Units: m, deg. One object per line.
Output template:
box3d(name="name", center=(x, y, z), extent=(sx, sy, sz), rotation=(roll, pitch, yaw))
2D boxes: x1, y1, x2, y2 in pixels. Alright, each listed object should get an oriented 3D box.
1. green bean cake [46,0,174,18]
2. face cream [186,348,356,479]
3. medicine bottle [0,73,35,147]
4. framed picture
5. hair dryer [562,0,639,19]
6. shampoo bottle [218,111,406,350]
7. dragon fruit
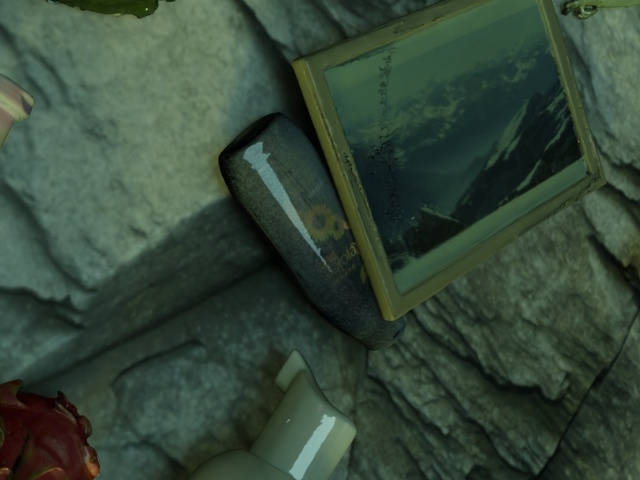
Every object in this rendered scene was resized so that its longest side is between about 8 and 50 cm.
box3d(name="green bean cake", center=(-0.175, -0.239, 0.663), extent=(0.255, 0.241, 0.132), rotation=(5, 86, -31))
box3d(name="face cream", center=(-0.078, 0.264, 0.804), extent=(0.145, 0.145, 0.370), rotation=(40, 74, -26))
box3d(name="medicine bottle", center=(-0.331, 0.073, 0.670), extent=(0.108, 0.108, 0.426), rotation=(28, 80, -29))
box3d(name="framed picture", center=(0.139, -0.106, 0.957), extent=(0.335, 0.022, 0.247), rotation=(-28, 105, -34))
box3d(name="hair dryer", center=(0.363, -0.236, 1.101), extent=(0.237, 0.075, 0.207), rotation=(-6, 102, -23))
box3d(name="shampoo bottle", center=(0.000, 0.000, 0.892), extent=(0.087, 0.049, 0.234), rotation=(-44, 113, -23))
box3d(name="dragon fruit", center=(-0.230, 0.179, 0.716), extent=(0.133, 0.166, 0.136), rotation=(-28, 119, 20))
